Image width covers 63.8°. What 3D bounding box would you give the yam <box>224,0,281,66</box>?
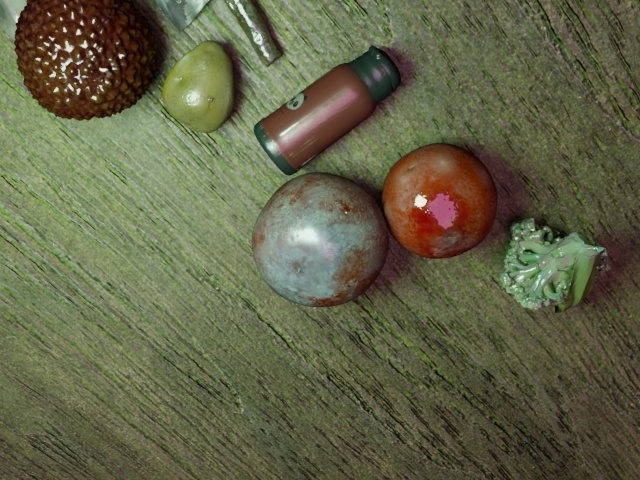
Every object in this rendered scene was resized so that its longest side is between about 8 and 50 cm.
[{"bbox_3d":[-0.173,-0.509,1.111,0.061,0.061,0.274,-30,109,10],"label":"yam"}]

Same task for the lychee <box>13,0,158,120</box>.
[{"bbox_3d":[-0.472,-0.380,1.051,0.276,0.304,0.275,-8,143,-6],"label":"lychee"}]

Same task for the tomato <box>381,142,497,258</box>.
[{"bbox_3d":[0.268,-0.082,1.178,0.265,0.265,0.264,0,111,-1],"label":"tomato"}]

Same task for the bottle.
[{"bbox_3d":[0.021,-0.294,1.147,0.336,0.144,0.144,-34,107,12],"label":"bottle"}]

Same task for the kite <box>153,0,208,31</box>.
[{"bbox_3d":[-0.248,-0.577,1.049,0.310,0.015,0.169,-23,112,30],"label":"kite"}]

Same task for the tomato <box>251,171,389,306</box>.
[{"bbox_3d":[0.000,0.000,1.191,0.317,0.282,0.316,7,116,14],"label":"tomato"}]

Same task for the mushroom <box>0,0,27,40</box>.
[{"bbox_3d":[-0.670,-0.552,1.073,0.109,0.097,0.351,-13,114,7],"label":"mushroom"}]

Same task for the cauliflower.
[{"bbox_3d":[0.578,0.048,1.223,0.257,0.238,0.315,7,154,-5],"label":"cauliflower"}]

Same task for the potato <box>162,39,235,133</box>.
[{"bbox_3d":[-0.258,-0.340,1.138,0.157,0.157,0.194,24,96,-9],"label":"potato"}]
